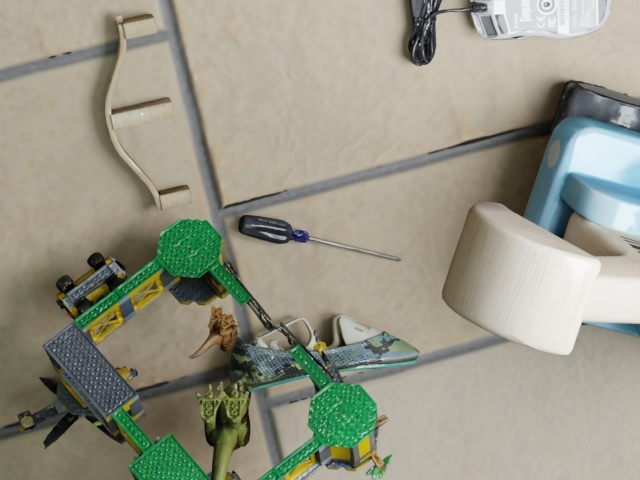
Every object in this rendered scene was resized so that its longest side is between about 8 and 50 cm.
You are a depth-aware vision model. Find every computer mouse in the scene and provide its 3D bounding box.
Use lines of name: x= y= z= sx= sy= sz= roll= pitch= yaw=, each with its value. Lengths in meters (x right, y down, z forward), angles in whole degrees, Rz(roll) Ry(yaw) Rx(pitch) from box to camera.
computer mouse: x=0.177 y=-0.220 z=1.715 sx=0.193 sy=0.042 sz=0.106 roll=-2 pitch=102 yaw=-5

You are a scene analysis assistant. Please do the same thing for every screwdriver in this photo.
screwdriver: x=0.000 y=0.000 z=1.759 sx=0.170 sy=0.025 sz=0.024 roll=12 pitch=103 yaw=-24

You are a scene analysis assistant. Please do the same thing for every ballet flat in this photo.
ballet flat: x=0.003 y=0.103 z=1.765 sx=0.188 sy=0.070 sz=0.070 roll=-9 pitch=108 yaw=-13

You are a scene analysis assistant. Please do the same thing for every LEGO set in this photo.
LEGO set: x=-0.100 y=0.162 z=1.679 sx=0.331 sy=0.192 sz=0.255 roll=38 pitch=72 yaw=20

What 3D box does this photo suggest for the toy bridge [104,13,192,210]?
toy bridge: x=-0.167 y=-0.117 z=1.680 sx=0.063 sy=0.026 sz=0.188 roll=-13 pitch=108 yaw=-6

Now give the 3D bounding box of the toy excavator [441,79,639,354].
toy excavator: x=0.281 y=0.010 z=1.589 sx=0.433 sy=0.445 sz=0.222 roll=14 pitch=103 yaw=-16
